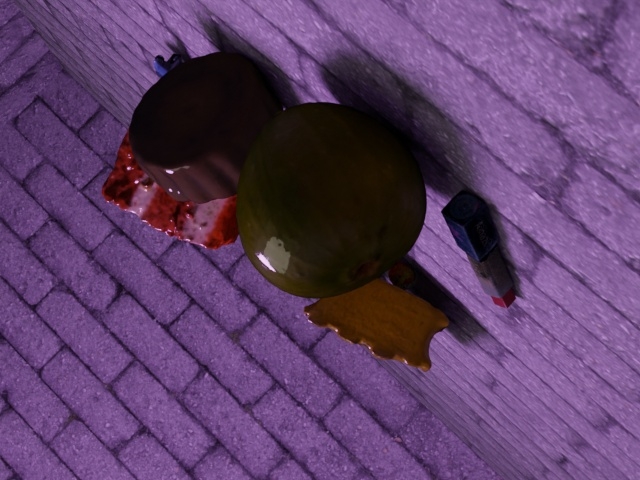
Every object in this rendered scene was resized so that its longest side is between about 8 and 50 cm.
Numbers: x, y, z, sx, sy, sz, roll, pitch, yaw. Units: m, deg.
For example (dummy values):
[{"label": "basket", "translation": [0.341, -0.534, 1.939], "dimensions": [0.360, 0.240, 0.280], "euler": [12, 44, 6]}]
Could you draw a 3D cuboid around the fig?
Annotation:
[{"label": "fig", "translation": [0.002, -0.076, 1.441], "dimensions": [0.316, 0.316, 0.316], "euler": [43, 171, 9]}]

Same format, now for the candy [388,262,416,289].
[{"label": "candy", "translation": [0.134, 0.024, 2.048], "dimensions": [0.201, 0.060, 0.060], "euler": [52, 173, 13]}]

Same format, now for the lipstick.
[{"label": "lipstick", "translation": [0.260, 0.032, 1.482], "dimensions": [0.051, 0.051, 0.312], "euler": [36, 168, 37]}]

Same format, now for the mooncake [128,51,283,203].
[{"label": "mooncake", "translation": [-0.209, -0.205, 1.777], "dimensions": [0.290, 0.290, 0.161], "euler": [37, 171, 42]}]

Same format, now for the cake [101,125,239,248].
[{"label": "cake", "translation": [-0.302, -0.156, 2.211], "dimensions": [0.319, 0.270, 0.270], "euler": [28, -172, 2]}]

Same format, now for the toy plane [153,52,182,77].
[{"label": "toy plane", "translation": [-0.325, -0.380, 2.128], "dimensions": [0.169, 0.078, 0.246], "euler": [43, 177, 11]}]

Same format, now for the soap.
[{"label": "soap", "translation": [0.129, 0.175, 2.092], "dimensions": [0.293, 0.156, 0.335], "euler": [22, 175, 9]}]

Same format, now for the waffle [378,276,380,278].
[{"label": "waffle", "translation": [0.000, 0.000, 2.400], "dimensions": [0.380, 0.095, 0.382], "euler": [46, 173, -20]}]
